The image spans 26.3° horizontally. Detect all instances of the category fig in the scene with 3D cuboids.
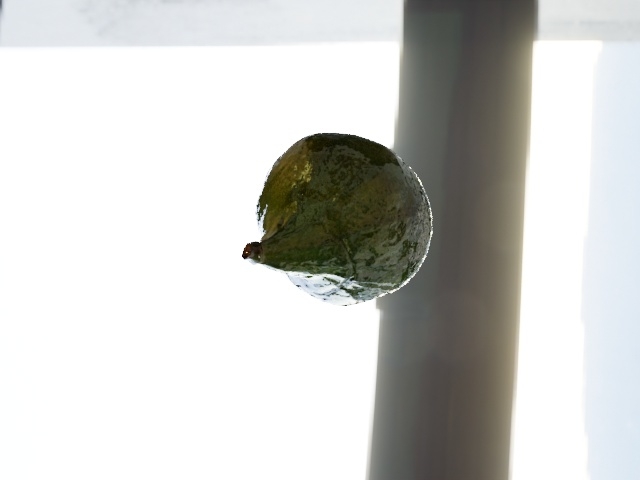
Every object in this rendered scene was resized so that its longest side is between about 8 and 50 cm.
[{"bbox_3d":[0.000,0.000,1.454,0.235,0.203,0.203,-44,-44,-47],"label":"fig"}]
